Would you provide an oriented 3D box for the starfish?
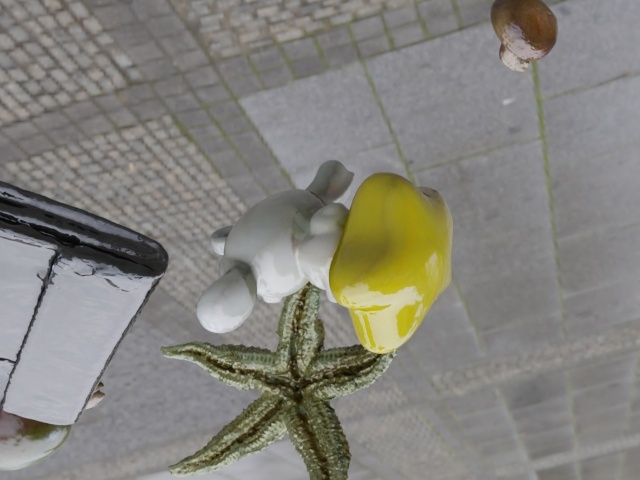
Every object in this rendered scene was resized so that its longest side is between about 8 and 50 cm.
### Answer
[{"bbox_3d":[-0.045,0.164,1.342,0.357,0.347,0.078,23,-173,35],"label":"starfish"}]

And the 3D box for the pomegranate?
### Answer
[{"bbox_3d":[-0.397,0.225,1.506,0.209,0.180,0.180,-2,157,-34],"label":"pomegranate"}]

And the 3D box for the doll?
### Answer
[{"bbox_3d":[-0.003,0.004,0.493,0.135,0.072,0.113,-28,-146,-34],"label":"doll"}]

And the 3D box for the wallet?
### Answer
[{"bbox_3d":[-0.308,0.073,1.099,0.228,0.062,0.406,23,147,-11],"label":"wallet"}]

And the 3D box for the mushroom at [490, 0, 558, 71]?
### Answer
[{"bbox_3d":[0.235,-0.238,1.258,0.072,0.088,0.129,-25,158,7],"label":"mushroom"}]
